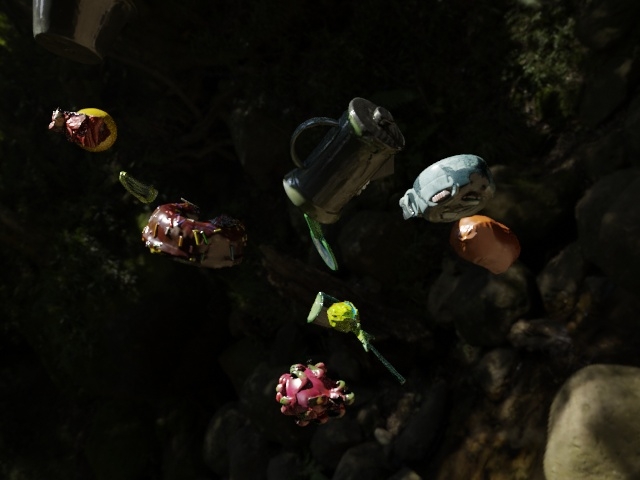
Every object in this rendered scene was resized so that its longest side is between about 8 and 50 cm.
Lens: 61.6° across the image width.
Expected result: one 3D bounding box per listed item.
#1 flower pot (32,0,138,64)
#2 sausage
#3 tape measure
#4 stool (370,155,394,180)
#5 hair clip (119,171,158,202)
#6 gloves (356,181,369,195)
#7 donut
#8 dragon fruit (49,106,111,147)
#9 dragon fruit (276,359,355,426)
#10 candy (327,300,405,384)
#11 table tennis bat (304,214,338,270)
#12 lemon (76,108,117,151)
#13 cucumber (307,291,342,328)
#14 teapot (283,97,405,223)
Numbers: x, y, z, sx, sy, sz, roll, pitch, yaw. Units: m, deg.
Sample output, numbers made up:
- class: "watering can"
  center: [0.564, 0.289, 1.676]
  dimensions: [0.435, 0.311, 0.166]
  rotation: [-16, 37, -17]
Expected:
- class: "flower pot"
  center: [-0.538, -0.485, 1.186]
  dimensions: [0.235, 0.235, 0.148]
  rotation: [144, 138, -83]
- class: "sausage"
  center: [0.439, 0.007, 1.425]
  dimensions: [0.133, 0.258, 0.133]
  rotation: [-21, 59, 40]
- class: "tape measure"
  center: [0.431, -0.154, 1.751]
  dimensions: [0.275, 0.256, 0.147]
  rotation: [-48, 51, 52]
- class: "stool"
  center: [0.223, -0.370, 2.311]
  dimensions: [0.141, 0.232, 0.232]
  rotation: [-18, -6, -11]
- class: "hair clip"
  center: [-0.568, -0.162, 1.666]
  dimensions: [0.188, 0.033, 0.060]
  rotation: [47, -134, -66]
- class: "gloves"
  center: [0.112, -0.273, 2.070]
  dimensions: [0.219, 0.140, 0.131]
  rotation: [-75, -27, -50]
- class: "donut"
  center: [-0.275, -0.018, 1.185]
  dimensions: [0.216, 0.230, 0.096]
  rotation: [-17, -52, -67]
- class: "dragon fruit"
  center: [-0.767, -0.377, 1.706]
  dimensions: [0.122, 0.192, 0.092]
  rotation: [-56, -20, -54]
- class: "dragon fruit"
  center: [-0.021, 0.540, 1.868]
  dimensions: [0.218, 0.272, 0.198]
  rotation: [-59, -16, -25]
- class: "candy"
  center: [0.113, 0.246, 1.303]
  dimensions: [0.077, 0.262, 0.073]
  rotation: [-29, -34, -25]
- class: "table tennis bat"
  center: [0.000, 0.000, 1.865]
  dimensions: [0.039, 0.257, 0.160]
  rotation: [-30, 35, -12]
- class: "lemon"
  center: [-0.964, -0.468, 2.282]
  dimensions: [0.244, 0.186, 0.187]
  rotation: [35, 95, 47]
- class: "cucumber"
  center: [0.022, 0.254, 1.911]
  dimensions: [0.062, 0.115, 0.117]
  rotation: [12, 76, 51]
- class: "teapot"
  center: [0.049, -0.237, 1.462]
  dimensions: [0.337, 0.270, 0.200]
  rotation: [-46, 29, 33]
